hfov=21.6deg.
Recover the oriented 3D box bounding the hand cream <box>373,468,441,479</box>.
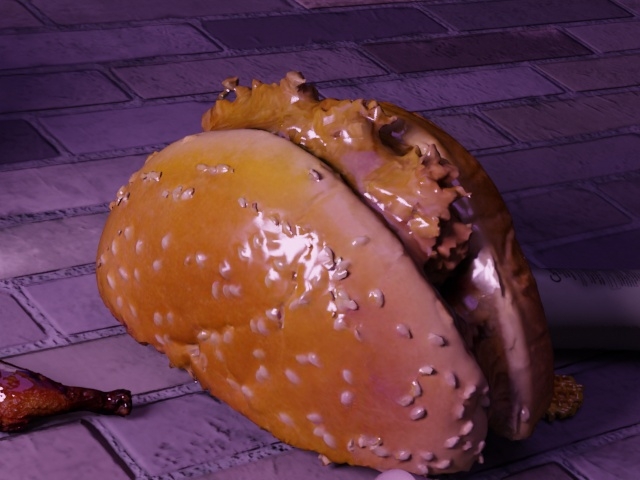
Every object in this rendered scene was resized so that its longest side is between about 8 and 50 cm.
[{"bbox_3d":[0.140,0.247,1.324,0.248,0.083,0.133,24,23,-32],"label":"hand cream"}]

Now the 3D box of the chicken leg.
[{"bbox_3d":[-0.262,0.122,1.397,0.205,0.053,0.093,20,15,1],"label":"chicken leg"}]

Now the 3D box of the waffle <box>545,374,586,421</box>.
[{"bbox_3d":[0.211,0.144,1.615,0.085,0.016,0.078,22,29,13],"label":"waffle"}]

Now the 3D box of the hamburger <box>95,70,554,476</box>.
[{"bbox_3d":[0.000,0.000,1.499,0.445,0.287,0.268,31,34,30],"label":"hamburger"}]

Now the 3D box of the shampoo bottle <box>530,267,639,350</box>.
[{"bbox_3d":[0.254,0.069,1.697,0.263,0.085,0.085,2,32,-22],"label":"shampoo bottle"}]
